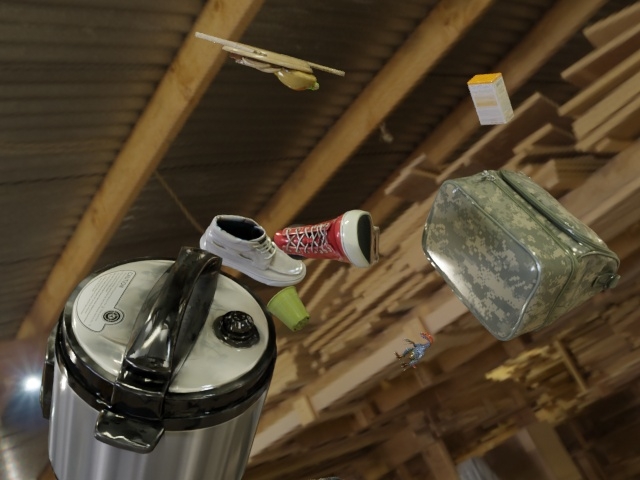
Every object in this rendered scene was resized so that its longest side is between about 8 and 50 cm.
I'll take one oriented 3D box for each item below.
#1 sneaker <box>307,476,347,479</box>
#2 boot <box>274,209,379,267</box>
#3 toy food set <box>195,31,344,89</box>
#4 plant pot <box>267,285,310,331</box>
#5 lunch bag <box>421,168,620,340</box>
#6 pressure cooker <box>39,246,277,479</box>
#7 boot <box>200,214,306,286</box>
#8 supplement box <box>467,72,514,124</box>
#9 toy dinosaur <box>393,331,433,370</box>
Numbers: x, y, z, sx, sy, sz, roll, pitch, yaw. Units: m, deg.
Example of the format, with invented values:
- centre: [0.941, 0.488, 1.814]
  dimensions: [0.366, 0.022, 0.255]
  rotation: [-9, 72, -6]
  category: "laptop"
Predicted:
- centre: [-0.019, 0.534, 1.591]
  dimensions: [0.300, 0.111, 0.121]
  rotation: [10, -40, -39]
  category: "sneaker"
- centre: [0.000, 0.000, 1.256]
  dimensions: [0.176, 0.088, 0.244]
  rotation: [2, -6, 9]
  category: "boot"
- centre: [-0.069, -0.231, 1.018]
  dimensions: [0.192, 0.132, 0.038]
  rotation: [-2, -68, -53]
  category: "toy food set"
- centre: [-0.065, 0.159, 1.721]
  dimensions: [0.083, 0.079, 0.083]
  rotation: [-33, -24, -17]
  category: "plant pot"
- centre: [0.376, 0.006, 1.446]
  dimensions: [0.256, 0.305, 0.212]
  rotation: [-11, -46, -31]
  category: "lunch bag"
- centre: [-0.263, 0.224, 1.302]
  dimensions: [0.376, 0.370, 0.420]
  rotation: [-12, -47, -36]
  category: "pressure cooker"
- centre: [-0.140, 0.022, 1.747]
  dimensions: [0.258, 0.095, 0.123]
  rotation: [17, -34, -14]
  category: "boot"
- centre: [0.344, -0.285, 1.552]
  dimensions: [0.062, 0.098, 0.036]
  rotation: [7, 40, 46]
  category: "supplement box"
- centre: [0.170, 0.190, 1.354]
  dimensions: [0.082, 0.047, 0.090]
  rotation: [-35, -22, 23]
  category: "toy dinosaur"
